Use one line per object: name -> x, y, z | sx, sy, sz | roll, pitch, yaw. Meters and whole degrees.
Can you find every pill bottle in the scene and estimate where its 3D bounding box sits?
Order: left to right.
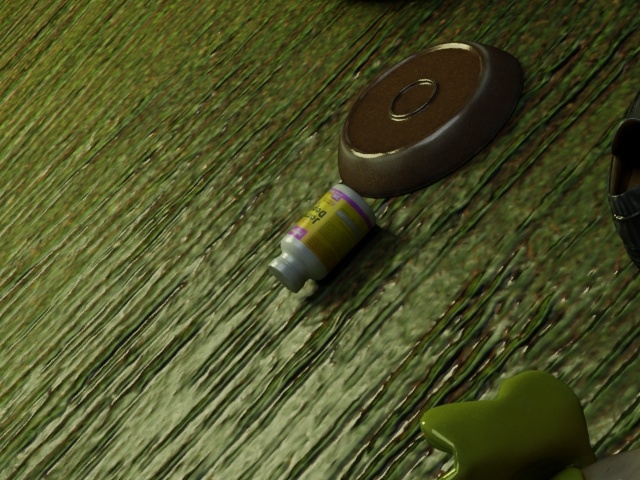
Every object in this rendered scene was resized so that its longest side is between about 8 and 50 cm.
pill bottle -> 0.000, 0.000, 1.269 | 0.083, 0.043, 0.043 | -46, 32, -13

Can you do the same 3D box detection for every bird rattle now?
bird rattle -> 0.175, 0.162, 0.844 | 0.253, 0.143, 0.207 | -2, 56, 27

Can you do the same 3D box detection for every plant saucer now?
plant saucer -> 0.080, -0.104, 1.340 | 0.168, 0.029, 0.168 | -26, 33, 19

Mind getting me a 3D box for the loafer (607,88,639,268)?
loafer -> 0.218, -0.059, 1.103 | 0.062, 0.061, 0.170 | -22, 33, 27
